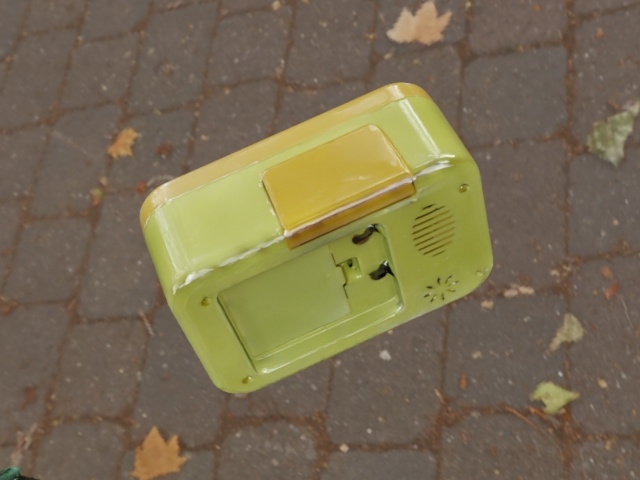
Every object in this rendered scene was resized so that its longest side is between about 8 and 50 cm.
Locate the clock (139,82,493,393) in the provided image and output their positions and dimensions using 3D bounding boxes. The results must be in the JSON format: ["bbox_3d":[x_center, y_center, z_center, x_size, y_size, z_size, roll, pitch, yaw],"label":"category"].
[{"bbox_3d":[0.000,0.000,0.641,0.202,0.143,0.096,-23,47,-3],"label":"clock"}]

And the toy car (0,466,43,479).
[{"bbox_3d":[-0.249,0.334,0.721,0.097,0.141,0.320,8,94,13],"label":"toy car"}]
